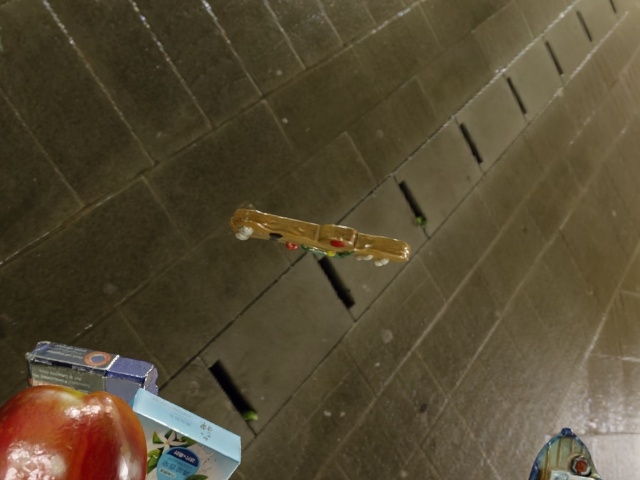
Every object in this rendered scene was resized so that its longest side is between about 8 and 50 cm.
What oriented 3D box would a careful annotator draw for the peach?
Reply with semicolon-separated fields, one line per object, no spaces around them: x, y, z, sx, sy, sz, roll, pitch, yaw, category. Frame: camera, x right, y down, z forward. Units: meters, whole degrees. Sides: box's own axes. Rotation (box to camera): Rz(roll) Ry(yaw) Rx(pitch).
-0.389;0.365;0.978;0.248;0.245;0.275;18;72;-44;peach

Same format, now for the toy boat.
0.353;0.406;0.918;0.115;0.114;0.262;46;50;-81;toy boat

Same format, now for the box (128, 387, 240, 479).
-0.285;0.403;1.220;0.232;0.083;0.143;32;103;-18;box

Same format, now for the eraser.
-0.591;0.365;1.645;0.101;0.332;0.155;-64;163;-66;eraser

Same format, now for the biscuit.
0.000;0.000;1.039;0.301;0.197;0.049;10;88;-7;biscuit
